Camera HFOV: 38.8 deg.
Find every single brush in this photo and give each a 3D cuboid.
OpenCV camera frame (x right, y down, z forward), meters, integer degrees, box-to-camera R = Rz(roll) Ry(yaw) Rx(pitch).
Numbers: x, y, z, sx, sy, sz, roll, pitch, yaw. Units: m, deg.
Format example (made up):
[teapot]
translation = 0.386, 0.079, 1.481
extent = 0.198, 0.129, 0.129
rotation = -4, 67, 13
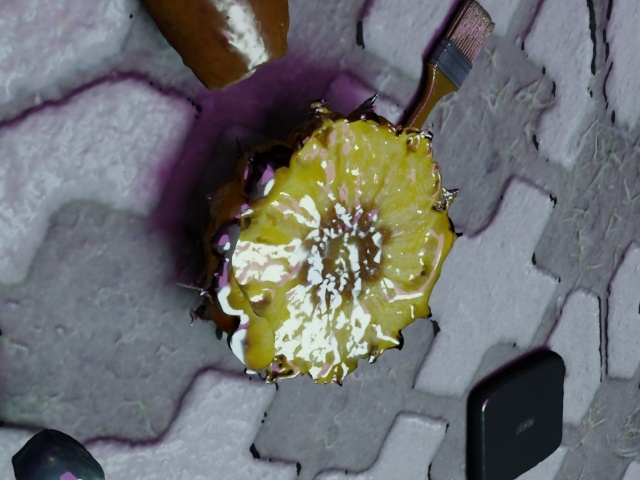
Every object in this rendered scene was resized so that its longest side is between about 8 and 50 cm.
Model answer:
[brush]
translation = 0.081, -0.106, 0.696
extent = 0.043, 0.014, 0.170
rotation = 32, 89, -46

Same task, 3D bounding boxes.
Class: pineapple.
[pineapple]
translation = 0.000, 0.000, 0.631
extent = 0.225, 0.076, 0.224
rotation = -15, 116, -33

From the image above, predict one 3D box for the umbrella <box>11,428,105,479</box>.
[umbrella]
translation = -0.262, 0.238, 0.505
extent = 0.349, 0.094, 0.143
rotation = -47, 156, -7

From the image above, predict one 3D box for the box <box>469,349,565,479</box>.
[box]
translation = 0.199, 0.181, 0.922
extent = 0.126, 0.027, 0.125
rotation = -21, 119, -31

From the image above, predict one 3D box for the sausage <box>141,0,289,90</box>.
[sausage]
translation = -0.122, -0.184, 0.441
extent = 0.302, 0.076, 0.103
rotation = 32, 84, -44
